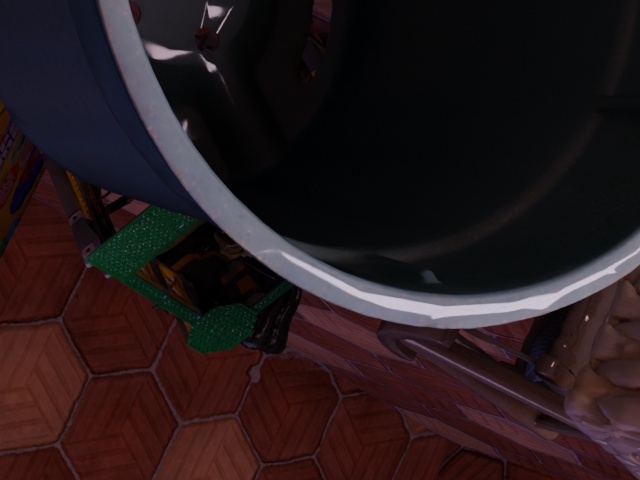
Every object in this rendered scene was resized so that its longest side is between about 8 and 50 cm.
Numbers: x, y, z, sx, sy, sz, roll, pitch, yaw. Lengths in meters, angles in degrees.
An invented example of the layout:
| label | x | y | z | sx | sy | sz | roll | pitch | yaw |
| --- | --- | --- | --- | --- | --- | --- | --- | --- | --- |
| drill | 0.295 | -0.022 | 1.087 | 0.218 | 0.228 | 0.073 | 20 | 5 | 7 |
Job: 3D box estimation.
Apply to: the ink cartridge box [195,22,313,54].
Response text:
| label | x | y | z | sx | sy | sz | roll | pitch | yaw |
| --- | --- | --- | --- | --- | --- | --- | --- | --- | --- |
| ink cartridge box | -0.112 | -0.141 | 1.535 | 0.128 | 0.176 | 0.127 | 27 | 167 | -17 |

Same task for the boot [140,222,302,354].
| label | x | y | z | sx | sy | sz | roll | pitch | yaw |
| --- | --- | --- | --- | --- | --- | --- | --- | --- | --- |
| boot | 0.001 | 0.001 | 1.733 | 0.348 | 0.260 | 0.131 | 19 | 168 | 34 |

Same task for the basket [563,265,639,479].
| label | x | y | z | sx | sy | sz | roll | pitch | yaw |
| --- | --- | --- | --- | --- | --- | --- | --- | --- | --- |
| basket | 0.377 | 0.058 | 0.972 | 0.266 | 0.328 | 0.331 | 36 | 166 | -38 |

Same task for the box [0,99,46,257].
| label | x | y | z | sx | sy | sz | roll | pitch | yaw |
| --- | --- | --- | --- | --- | --- | --- | --- | --- | --- |
| box | -0.355 | -0.156 | 1.710 | 0.177 | 0.290 | 0.279 | 25 | 170 | 2 |

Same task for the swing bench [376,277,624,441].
| label | x | y | z | sx | sy | sz | roll | pitch | yaw |
| --- | --- | --- | --- | --- | --- | --- | --- | --- | --- |
| swing bench | 0.186 | 0.008 | 1.362 | 0.254 | 0.253 | 0.165 | 31 | 168 | -26 |

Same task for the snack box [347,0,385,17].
| label | x | y | z | sx | sy | sz | roll | pitch | yaw |
| --- | --- | --- | --- | --- | --- | --- | --- | --- | --- |
| snack box | 0.183 | -0.102 | 1.111 | 0.322 | 0.060 | 0.187 | 25 | 171 | -42 |

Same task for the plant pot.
| label | x | y | z | sx | sy | sz | roll | pitch | yaw |
| --- | --- | --- | --- | --- | --- | --- | --- | --- | --- |
| plant pot | -0.011 | -0.142 | 0.850 | 0.341 | 0.341 | 0.334 | 30 | 169 | -25 |

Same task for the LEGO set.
| label | x | y | z | sx | sy | sz | roll | pitch | yaw |
| --- | --- | --- | --- | --- | --- | --- | --- | --- | --- |
| LEGO set | -0.073 | -0.086 | 1.396 | 0.255 | 0.331 | 0.192 | 25 | -151 | -46 |
